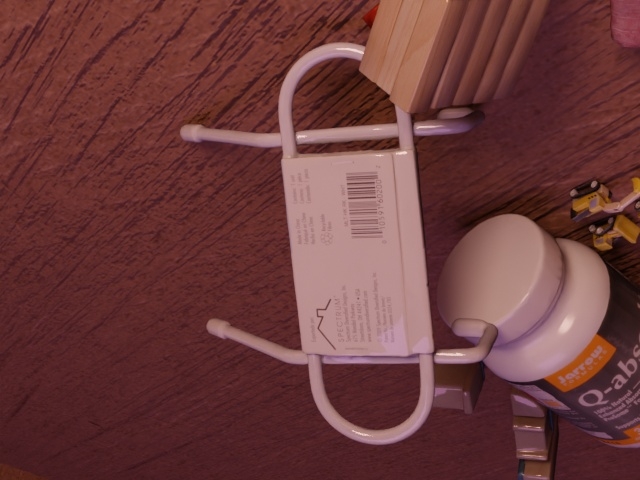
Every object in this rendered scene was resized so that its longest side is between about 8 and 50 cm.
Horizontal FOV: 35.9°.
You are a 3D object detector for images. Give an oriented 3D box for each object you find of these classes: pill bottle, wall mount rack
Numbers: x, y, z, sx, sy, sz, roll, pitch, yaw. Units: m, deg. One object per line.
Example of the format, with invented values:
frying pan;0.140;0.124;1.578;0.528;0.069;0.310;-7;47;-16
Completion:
pill bottle;0.259;0.095;1.025;0.278;0.162;0.162;33;144;-32
wall mount rack;0.000;0.000;0.897;0.304;0.130;0.350;-2;102;18

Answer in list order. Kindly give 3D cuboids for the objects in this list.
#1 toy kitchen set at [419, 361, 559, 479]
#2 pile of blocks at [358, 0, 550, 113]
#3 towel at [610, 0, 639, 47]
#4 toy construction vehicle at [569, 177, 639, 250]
toy kitchen set;0.233;0.236;1.353;0.166;0.122;0.207;1;128;19
pile of blocks;0.073;-0.244;0.608;0.112;0.149;0.362;45;157;35
towel;0.284;-0.241;0.576;0.237;0.037;0.329;1;147;20
toy construction vehicle;0.285;-0.023;0.941;0.086;0.035;0.098;32;145;-30
